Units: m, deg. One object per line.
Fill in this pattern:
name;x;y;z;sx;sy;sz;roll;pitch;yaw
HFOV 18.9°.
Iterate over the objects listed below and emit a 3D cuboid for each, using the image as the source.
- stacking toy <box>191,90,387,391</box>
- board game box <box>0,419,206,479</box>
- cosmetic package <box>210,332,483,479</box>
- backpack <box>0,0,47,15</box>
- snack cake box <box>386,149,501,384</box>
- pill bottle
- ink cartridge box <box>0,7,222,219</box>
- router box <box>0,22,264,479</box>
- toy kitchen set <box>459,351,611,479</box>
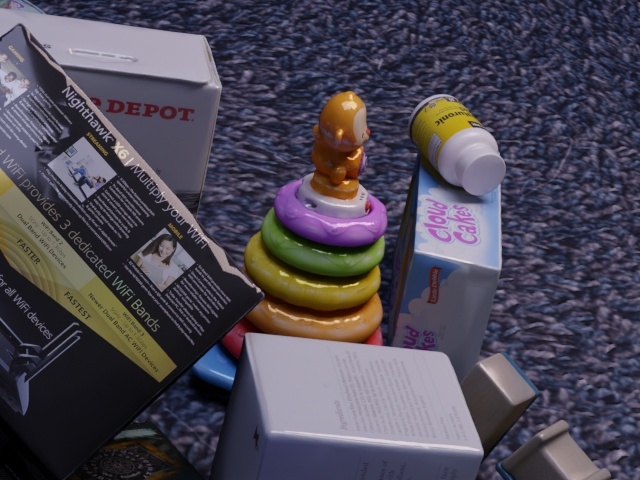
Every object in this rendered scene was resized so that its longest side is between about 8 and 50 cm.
stacking toy;0.000;0.000;1.761;0.165;0.302;0.175;17;28;7
board game box;-0.195;0.198;1.590;0.186;0.026;0.126;-3;26;-32
cosmetic package;0.017;0.185;1.594;0.183;0.151;0.151;8;29;-14
backpack;-0.427;-0.226;2.116;0.225;0.191;0.253;31;28;30
snack cake box;0.124;0.022;1.936;0.089;0.152;0.264;12;28;-2
pill bottle;0.139;-0.093;1.921;0.065;0.065;0.116;-1;32;-26
ink cartridge box;-0.221;-0.053;1.771;0.211;0.289;0.121;6;29;-15
router box;-0.235;0.014;1.542;0.309;0.081;0.243;49;59;0
toy kitchen set;0.225;0.201;1.736;0.166;0.122;0.207;-19;63;-46
